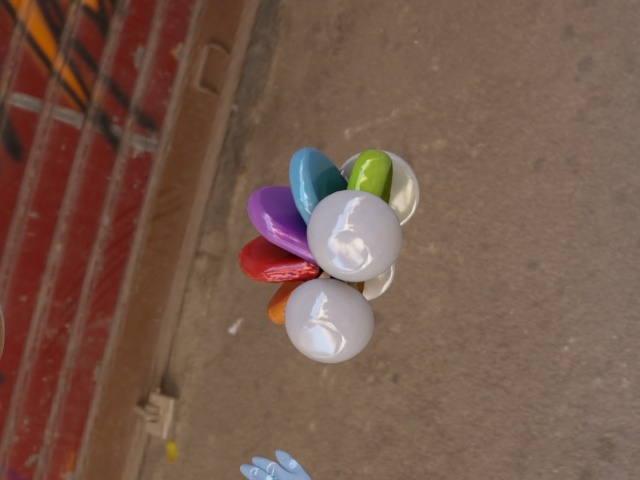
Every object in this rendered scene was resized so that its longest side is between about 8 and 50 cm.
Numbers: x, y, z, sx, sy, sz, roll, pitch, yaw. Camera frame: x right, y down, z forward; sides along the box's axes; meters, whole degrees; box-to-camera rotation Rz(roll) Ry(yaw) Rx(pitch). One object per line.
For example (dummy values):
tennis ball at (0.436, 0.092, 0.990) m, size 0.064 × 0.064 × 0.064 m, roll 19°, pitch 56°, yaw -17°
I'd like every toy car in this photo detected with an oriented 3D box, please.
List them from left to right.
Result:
toy car at (0.000, 0.000, 0.801) m, size 0.136 × 0.159 × 0.182 m, roll 19°, pitch 118°, yaw 6°

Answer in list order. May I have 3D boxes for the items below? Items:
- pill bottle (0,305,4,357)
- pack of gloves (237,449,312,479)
pill bottle at (-0.288, 0.075, 0.628) m, size 0.246 × 0.136 × 0.136 m, roll -129°, pitch 61°, yaw -75°
pack of gloves at (-0.058, 0.337, 1.039) m, size 0.232 × 0.046 × 0.195 m, roll 26°, pitch 67°, yaw 41°
